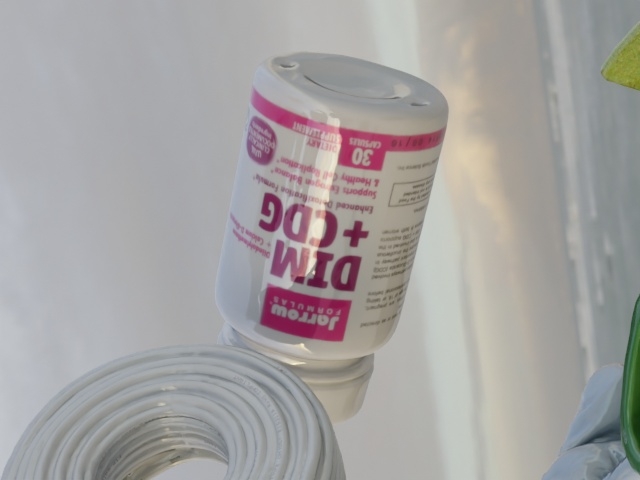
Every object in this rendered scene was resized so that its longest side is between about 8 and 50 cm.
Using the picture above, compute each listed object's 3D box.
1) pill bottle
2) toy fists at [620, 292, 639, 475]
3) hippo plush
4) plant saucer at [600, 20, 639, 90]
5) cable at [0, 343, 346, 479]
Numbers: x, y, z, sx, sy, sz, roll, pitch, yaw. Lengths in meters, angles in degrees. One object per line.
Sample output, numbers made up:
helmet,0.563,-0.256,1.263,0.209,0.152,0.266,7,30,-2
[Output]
pill bottle,0.000,0.000,1.175,0.160,0.160,0.283,-72,-6,-69
toy fists,0.186,0.105,0.587,0.096,0.142,0.279,-93,11,-58
hippo plush,0.343,0.270,1.347,0.236,0.234,0.294,48,-117,-15
plant saucer,0.295,-0.138,0.850,0.188,0.188,0.045,-41,-42,-30
cable,-0.110,0.184,1.008,0.257,0.257,0.089,-62,-31,-41
